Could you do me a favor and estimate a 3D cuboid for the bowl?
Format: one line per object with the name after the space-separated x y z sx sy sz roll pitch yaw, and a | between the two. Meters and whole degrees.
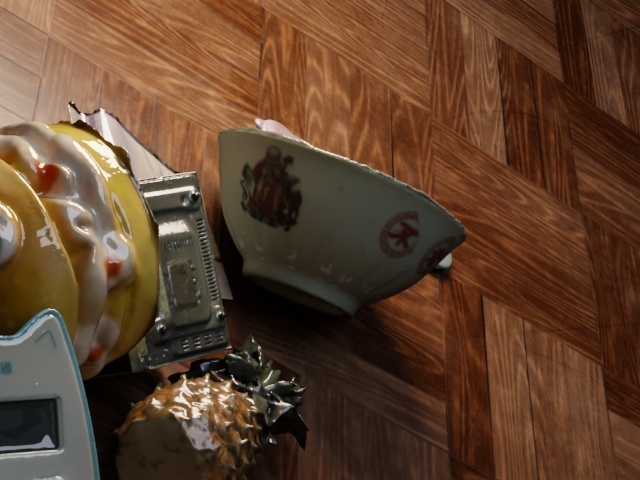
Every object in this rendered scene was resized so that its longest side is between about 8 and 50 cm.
0.000 0.000 2.195 0.337 0.337 0.157 28 80 -29 | bowl

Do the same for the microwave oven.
-0.195 0.037 1.938 0.163 0.129 0.205 -13 91 -45 | microwave oven

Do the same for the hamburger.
-0.316 0.024 1.774 0.237 0.276 0.276 -21 73 -44 | hamburger

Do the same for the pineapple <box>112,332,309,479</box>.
-0.102 0.200 1.954 0.170 0.141 0.310 25 23 14 | pineapple

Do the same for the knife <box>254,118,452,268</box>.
0.055 -0.067 2.438 0.398 0.038 0.132 26 33 -43 | knife

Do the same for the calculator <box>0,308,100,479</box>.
-0.317 0.259 1.598 0.256 0.054 0.386 -1 80 -35 | calculator

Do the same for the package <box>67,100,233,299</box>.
-0.216 -0.040 2.133 0.251 0.062 0.204 32 35 -47 | package
